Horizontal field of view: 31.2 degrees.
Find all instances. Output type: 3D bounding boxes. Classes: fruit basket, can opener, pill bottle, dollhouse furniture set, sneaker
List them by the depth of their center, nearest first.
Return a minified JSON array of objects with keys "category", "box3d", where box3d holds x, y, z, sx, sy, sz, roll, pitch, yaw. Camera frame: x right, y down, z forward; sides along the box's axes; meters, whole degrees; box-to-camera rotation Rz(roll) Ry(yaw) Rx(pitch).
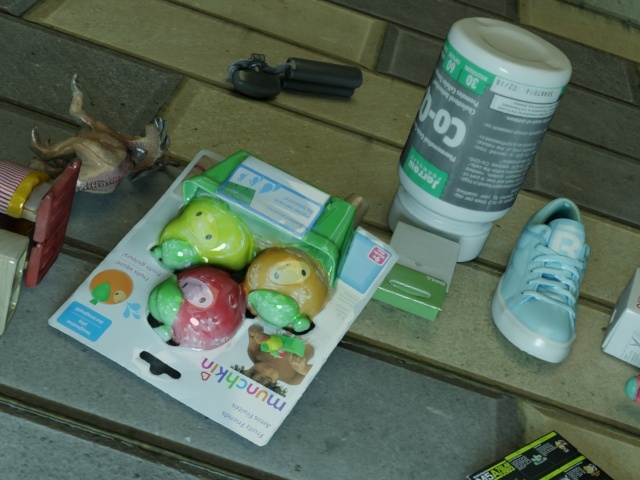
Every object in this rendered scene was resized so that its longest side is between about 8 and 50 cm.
[{"category":"dollhouse furniture set","box3d":[-0.450,0.011,1.387,0.201,0.152,0.374,18,30,-2]},{"category":"fruit basket","box3d":[-0.116,0.050,1.479,0.327,0.165,0.353,28,50,15]},{"category":"sneaker","box3d":[0.355,0.042,1.796,0.135,0.150,0.366,18,30,-1]},{"category":"pill bottle","box3d":[0.245,-0.157,1.848,0.204,0.361,0.204,14,30,-9]},{"category":"can opener","box3d":[-0.051,-0.311,2.237,0.281,0.074,0.093,0,70,-26]}]

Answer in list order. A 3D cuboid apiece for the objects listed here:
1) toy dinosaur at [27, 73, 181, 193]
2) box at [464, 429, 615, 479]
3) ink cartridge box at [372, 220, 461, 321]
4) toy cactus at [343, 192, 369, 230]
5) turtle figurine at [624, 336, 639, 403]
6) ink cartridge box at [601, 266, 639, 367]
[{"category":"toy dinosaur","box3d":[-0.323,-0.122,1.715,0.200,0.127,0.295,25,36,-4]},{"category":"box","box3d":[0.295,0.330,1.402,0.191,0.045,0.184,-16,43,-43]},{"category":"ink cartridge box","box3d":[0.140,0.058,1.735,0.109,0.062,0.209,21,31,3]},{"category":"toy cactus","box3d":[0.000,0.000,1.665,0.219,0.112,0.180,38,74,12]},{"category":"turtle figurine","box3d":[0.526,0.215,1.657,0.234,0.118,0.175,17,-10,-6]},{"category":"ink cartridge box","box3d":[0.570,0.151,1.798,0.219,0.092,0.160,25,30,9]}]
